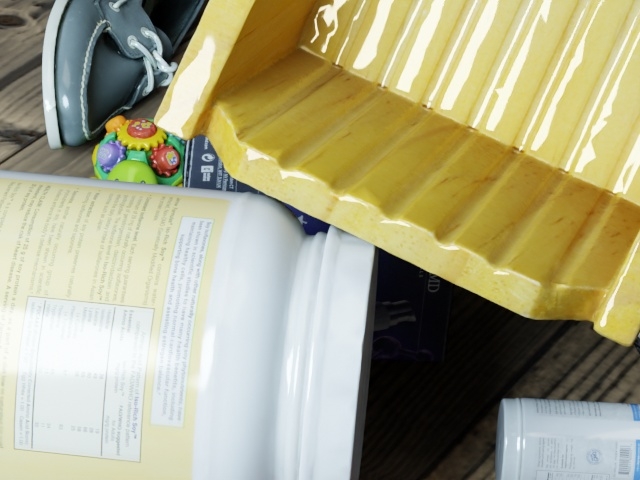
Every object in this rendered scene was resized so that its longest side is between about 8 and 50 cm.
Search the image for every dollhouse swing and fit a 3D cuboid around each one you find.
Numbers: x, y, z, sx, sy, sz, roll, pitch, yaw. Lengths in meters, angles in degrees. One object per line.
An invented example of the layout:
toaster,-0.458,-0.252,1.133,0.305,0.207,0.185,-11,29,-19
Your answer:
dollhouse swing,0.135,-0.170,1.260,0.347,0.305,0.315,26,24,9

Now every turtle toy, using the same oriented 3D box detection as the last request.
turtle toy,-0.151,-0.061,1.556,0.095,0.066,0.130,4,38,1

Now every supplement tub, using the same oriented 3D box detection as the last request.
supplement tub,-0.135,0.079,1.235,0.331,0.241,0.241,6,38,4
supplement tub,0.179,0.147,1.305,0.107,0.071,0.071,4,38,1

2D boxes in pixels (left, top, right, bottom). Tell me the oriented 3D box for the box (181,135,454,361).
box,0.000,0.000,1.416,0.207,0.153,0.108,2,38,0

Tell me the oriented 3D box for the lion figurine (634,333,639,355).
lion figurine,0.293,-0.048,1.467,0.240,0.142,0.392,-34,64,-15

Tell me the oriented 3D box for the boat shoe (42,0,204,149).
boat shoe,-0.174,-0.183,1.676,0.099,0.116,0.319,4,32,8
